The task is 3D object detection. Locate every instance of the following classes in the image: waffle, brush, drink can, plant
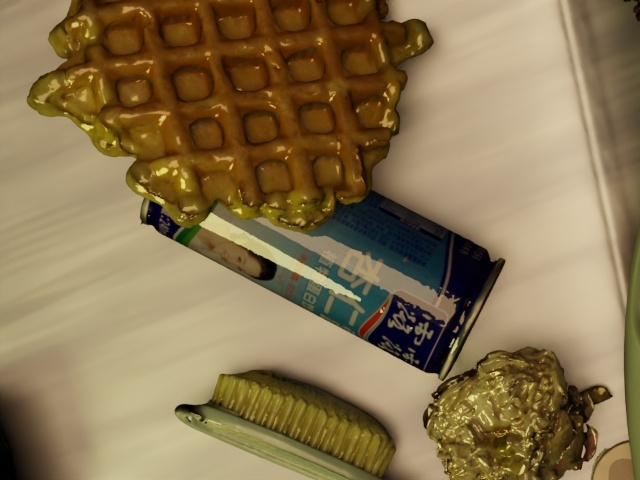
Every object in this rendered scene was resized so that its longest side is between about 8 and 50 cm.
[{"bbox_3d":[-0.055,-0.117,1.253,0.238,0.059,0.243,30,66,4],"label":"waffle"},{"bbox_3d":[0.045,0.155,1.305,0.297,0.068,0.060,24,74,3],"label":"brush"},{"bbox_3d":[0.000,0.000,1.281,0.235,0.097,0.097,27,96,5],"label":"drink can"},{"bbox_3d":[0.138,0.116,1.271,0.116,0.122,0.104,-11,95,41],"label":"plant"}]

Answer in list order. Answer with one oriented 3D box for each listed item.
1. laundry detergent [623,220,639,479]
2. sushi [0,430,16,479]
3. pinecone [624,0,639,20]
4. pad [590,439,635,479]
[{"bbox_3d":[0.299,0.085,1.226,0.264,0.125,0.398,25,97,7],"label":"laundry detergent"},{"bbox_3d":[-0.313,0.188,1.318,0.225,0.136,0.126,-12,99,4],"label":"sushi"},{"bbox_3d":[0.241,-0.168,1.250,0.083,0.077,0.077,34,97,-4],"label":"pinecone"},{"bbox_3d":[0.312,0.231,1.289,0.266,0.002,0.176,4,93,8],"label":"pad"}]
